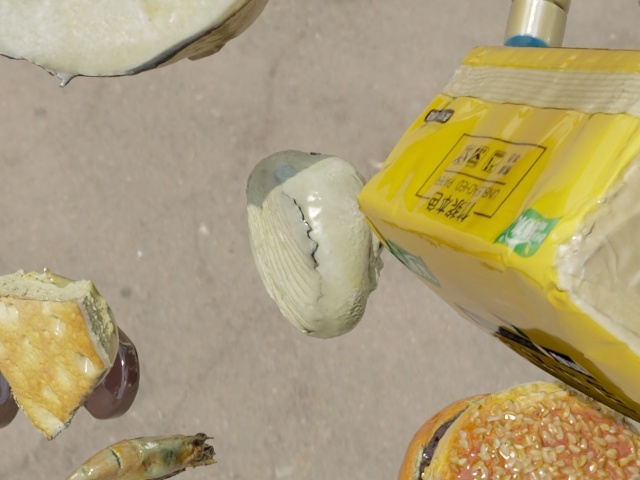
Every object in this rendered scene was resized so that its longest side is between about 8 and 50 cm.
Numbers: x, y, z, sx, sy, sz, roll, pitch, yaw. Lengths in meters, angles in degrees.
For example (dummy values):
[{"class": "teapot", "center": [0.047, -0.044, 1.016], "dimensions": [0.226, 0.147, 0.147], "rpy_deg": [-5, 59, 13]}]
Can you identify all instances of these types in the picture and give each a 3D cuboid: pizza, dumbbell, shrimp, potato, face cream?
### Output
[{"class": "pizza", "center": [-0.269, 0.112, 1.321], "dimensions": [0.188, 0.204, 0.080], "rpy_deg": [-2, 27, 33]}, {"class": "dumbbell", "center": [-0.365, 0.180, 1.705], "dimensions": [0.225, 0.124, 0.140], "rpy_deg": [1, 30, -45]}, {"class": "shrimp", "center": [-0.209, 0.260, 1.450], "dimensions": [0.217, 0.115, 0.051], "rpy_deg": [-9, 66, -44]}, {"class": "potato", "center": [-0.232, -0.272, 1.216], "dimensions": [0.397, 0.296, 0.290], "rpy_deg": [-9, 89, -15]}, {"class": "face cream", "center": [0.260, -0.328, 1.434], "dimensions": [0.067, 0.139, 0.285], "rpy_deg": [11, 91, 13]}]

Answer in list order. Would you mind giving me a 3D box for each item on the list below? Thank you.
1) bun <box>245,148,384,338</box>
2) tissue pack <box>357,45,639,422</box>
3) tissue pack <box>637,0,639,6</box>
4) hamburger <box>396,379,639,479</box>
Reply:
[{"class": "bun", "center": [0.000, 0.000, 1.541], "dimensions": [0.141, 0.239, 0.239], "rpy_deg": [-13, 51, -18]}, {"class": "tissue pack", "center": [0.239, 0.002, 1.007], "dimensions": [0.228, 0.293, 0.382], "rpy_deg": [-54, 20, -3]}, {"class": "tissue pack", "center": [0.298, -0.087, 0.648], "dimensions": [0.225, 0.124, 0.185], "rpy_deg": [-19, 95, 9]}, {"class": "hamburger", "center": [0.268, 0.347, 1.641], "dimensions": [0.329, 0.250, 0.330], "rpy_deg": [4, 75, -15]}]
